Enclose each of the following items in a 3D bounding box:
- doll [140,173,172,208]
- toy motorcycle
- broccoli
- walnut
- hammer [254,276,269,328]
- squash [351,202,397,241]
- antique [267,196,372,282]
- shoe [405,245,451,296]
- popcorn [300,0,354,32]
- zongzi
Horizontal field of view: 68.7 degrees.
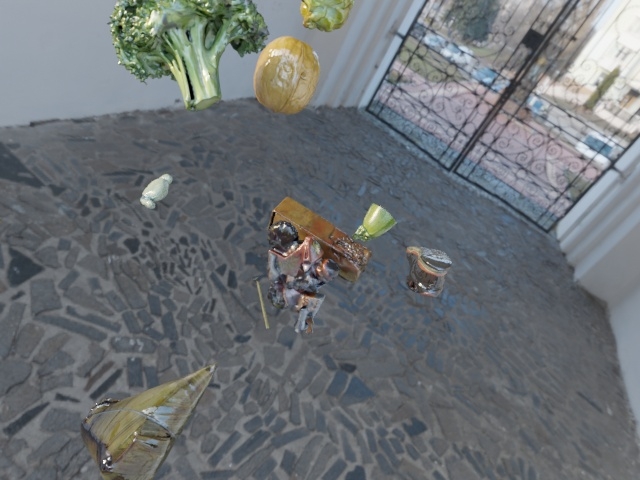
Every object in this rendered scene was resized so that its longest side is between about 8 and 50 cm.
[{"bbox_3d":[-0.674,-0.205,1.919,0.103,0.072,0.214,-6,42,13],"label":"doll"},{"bbox_3d":[-0.053,0.137,1.319,0.207,0.401,0.134,13,30,13],"label":"toy motorcycle"},{"bbox_3d":[-0.315,-0.485,1.170,0.375,0.302,0.249,-14,20,-13],"label":"broccoli"},{"bbox_3d":[-0.101,-0.492,1.401,0.193,0.226,0.193,24,1,0],"label":"walnut"},{"bbox_3d":[-0.220,0.234,1.763,0.062,0.013,0.199,49,27,-83],"label":"hammer"},{"bbox_3d":[0.165,-0.039,1.485,0.105,0.132,0.105,40,-3,3],"label":"squash"},{"bbox_3d":[0.000,0.000,1.365,0.309,0.093,0.087,32,46,8],"label":"antique"},{"bbox_3d":[0.318,0.095,1.408,0.114,0.137,0.291,11,10,1],"label":"shoe"},{"bbox_3d":[0.011,-0.774,1.465,0.183,0.221,0.204,-17,49,2],"label":"popcorn"},{"bbox_3d":[-0.377,0.369,1.043,0.300,0.286,0.138,-51,119,-24],"label":"zongzi"}]
